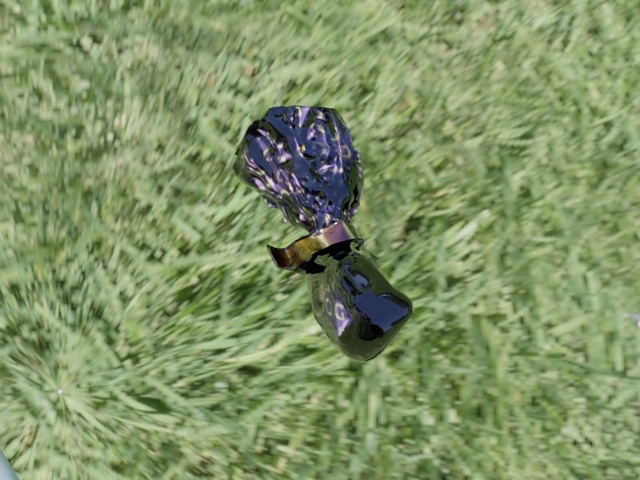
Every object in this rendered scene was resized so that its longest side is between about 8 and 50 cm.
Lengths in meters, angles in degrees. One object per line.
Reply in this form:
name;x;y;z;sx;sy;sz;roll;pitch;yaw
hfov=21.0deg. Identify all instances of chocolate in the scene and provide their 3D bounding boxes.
chocolate;0.001;0.002;0.804;0.070;0.147;0.072;-24;133;11

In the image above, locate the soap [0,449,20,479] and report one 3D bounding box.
soap;-0.121;0.182;0.476;0.173;0.095;0.289;-36;72;0
